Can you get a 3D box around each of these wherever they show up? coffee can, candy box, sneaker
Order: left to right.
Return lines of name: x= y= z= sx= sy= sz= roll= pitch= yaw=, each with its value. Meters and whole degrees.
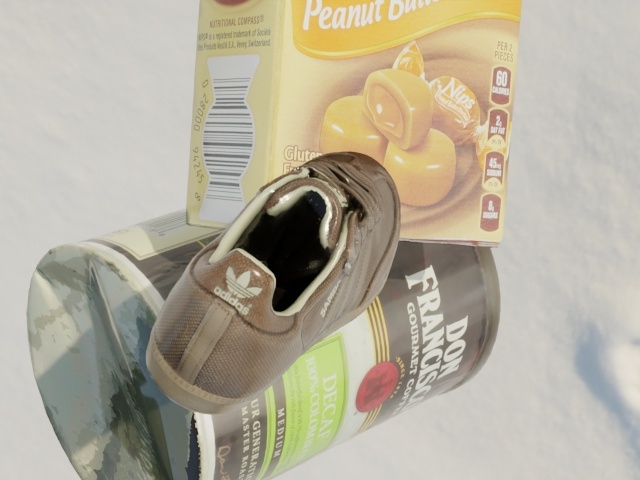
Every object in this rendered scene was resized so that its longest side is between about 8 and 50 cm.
coffee can: x=-0.038 y=0.061 z=0.884 sx=0.202 sy=0.275 sz=0.201 roll=25 pitch=124 yaw=42
sneaker: x=0.000 y=0.000 z=0.511 sx=0.066 sy=0.188 sz=0.071 roll=35 pitch=126 yaw=2
candy box: x=0.028 y=-0.158 z=0.718 sx=0.088 sy=0.183 sz=0.316 roll=9 pitch=95 yaw=50
